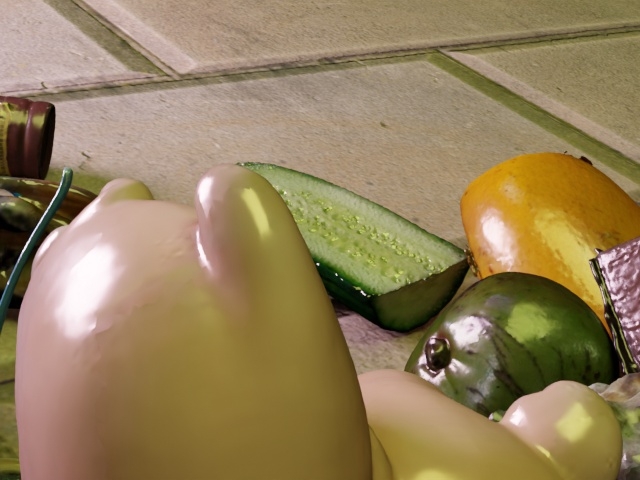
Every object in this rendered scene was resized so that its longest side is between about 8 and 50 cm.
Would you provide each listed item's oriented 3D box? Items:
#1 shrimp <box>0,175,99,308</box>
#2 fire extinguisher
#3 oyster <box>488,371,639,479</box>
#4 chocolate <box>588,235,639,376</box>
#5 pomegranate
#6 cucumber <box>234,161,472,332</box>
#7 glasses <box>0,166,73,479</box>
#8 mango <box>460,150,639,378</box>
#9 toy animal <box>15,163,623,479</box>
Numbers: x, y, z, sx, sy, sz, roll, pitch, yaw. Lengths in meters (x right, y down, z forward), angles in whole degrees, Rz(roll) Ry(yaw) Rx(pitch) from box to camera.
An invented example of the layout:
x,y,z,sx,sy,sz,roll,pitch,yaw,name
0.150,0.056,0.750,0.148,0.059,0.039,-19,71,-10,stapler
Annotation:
x,y,z,sx,sy,sz,roll,pitch,yaw,name
-0.386,-0.034,0.802,0.446,0.109,0.221,14,10,1,shrimp
-0.376,-0.109,0.964,0.252,0.075,0.106,8,2,-6,fire extinguisher
0.178,0.163,0.554,0.268,0.112,0.198,-20,63,18,oyster
0.279,0.122,0.637,0.112,0.112,0.321,22,44,-41,chocolate
0.148,0.118,0.709,0.191,0.152,0.131,48,34,15,pomegranate
0.000,0.000,0.916,0.244,0.063,0.115,33,42,31,cucumber
-0.109,0.081,0.630,0.190,0.220,0.088,11,-9,-1,glasses
0.224,0.047,0.848,0.187,0.138,0.257,19,35,-45,mango
0.004,0.133,0.460,0.247,0.345,0.277,-10,6,-17,toy animal
